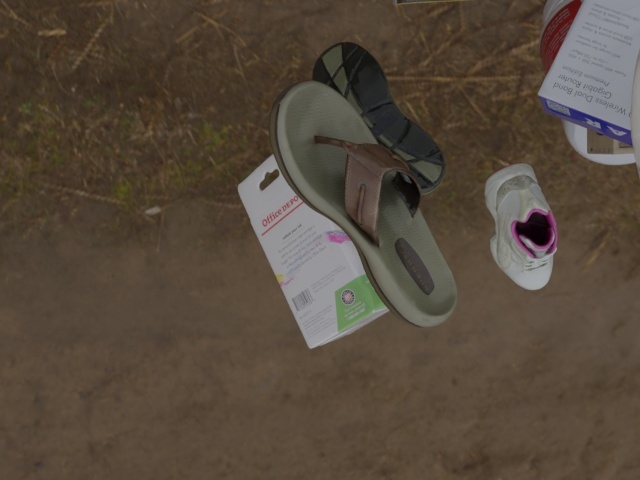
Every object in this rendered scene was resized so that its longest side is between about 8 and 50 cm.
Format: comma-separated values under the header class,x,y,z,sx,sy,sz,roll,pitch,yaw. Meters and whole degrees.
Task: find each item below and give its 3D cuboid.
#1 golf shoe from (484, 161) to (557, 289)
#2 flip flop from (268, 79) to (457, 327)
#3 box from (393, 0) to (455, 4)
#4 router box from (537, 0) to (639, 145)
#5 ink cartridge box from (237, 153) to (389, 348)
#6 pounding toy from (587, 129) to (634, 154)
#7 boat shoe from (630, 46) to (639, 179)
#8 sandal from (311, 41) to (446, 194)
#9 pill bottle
class,x,y,z,sx,sy,sz,roll,pitch,yaw
golf shoe,0.378,0.005,1.632,0.115,0.140,0.306,-25,132,2
flip flop,0.056,-0.037,0.849,0.112,0.080,0.277,-41,102,-34
box,0.263,-0.495,1.334,0.321,0.079,0.257,-3,87,5
router box,0.507,-0.255,1.171,0.301,0.335,0.082,-64,158,0
ink cartridge box,0.000,0.000,1.691,0.119,0.354,0.207,-15,166,-44
pounding toy,0.497,-0.213,1.511,0.141,0.100,0.130,-5,98,-20
boat shoe,0.425,-0.065,0.926,0.127,0.158,0.341,-36,122,-39
sandal,0.088,-0.193,1.472,0.120,0.303,0.086,-34,169,-3
pill bottle,0.565,-0.356,1.777,0.228,0.408,0.229,0,133,0
